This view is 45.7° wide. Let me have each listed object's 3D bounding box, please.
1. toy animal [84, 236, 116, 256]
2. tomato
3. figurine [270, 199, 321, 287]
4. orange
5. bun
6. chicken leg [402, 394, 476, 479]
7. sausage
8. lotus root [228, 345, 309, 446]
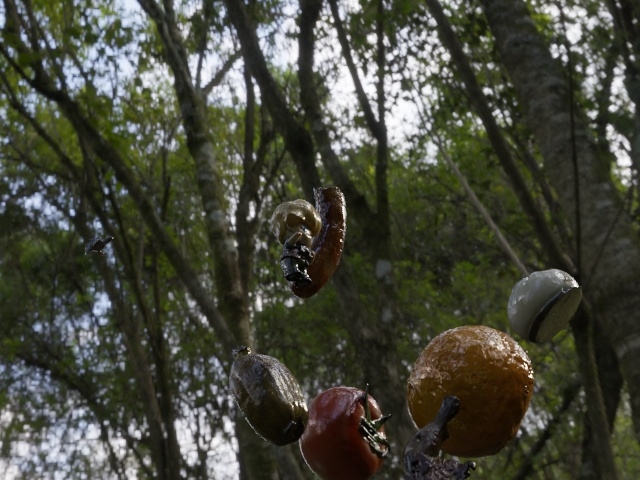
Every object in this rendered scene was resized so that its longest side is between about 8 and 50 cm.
[{"bbox_3d":[-0.347,0.009,1.195,0.050,0.084,0.028,-7,-84,-15],"label":"toy animal"},{"bbox_3d":[0.063,0.517,2.015,0.225,0.255,0.256,-13,-37,28],"label":"tomato"},{"bbox_3d":[-0.049,0.001,1.594,0.108,0.196,0.114,-34,-48,27],"label":"figurine"},{"bbox_3d":[0.369,0.376,1.928,0.293,0.340,0.340,22,-47,4],"label":"orange"},{"bbox_3d":[0.475,0.134,1.655,0.173,0.120,0.172,-26,-42,-27],"label":"bun"},{"bbox_3d":[0.251,0.482,1.650,0.177,0.322,0.083,-36,-64,21],"label":"chicken leg"},{"bbox_3d":[0.005,0.002,1.768,0.103,0.302,0.076,17,-28,-6],"label":"sausage"},{"bbox_3d":[-0.117,0.315,1.592,0.128,0.260,0.145,-46,-40,5],"label":"lotus root"}]
